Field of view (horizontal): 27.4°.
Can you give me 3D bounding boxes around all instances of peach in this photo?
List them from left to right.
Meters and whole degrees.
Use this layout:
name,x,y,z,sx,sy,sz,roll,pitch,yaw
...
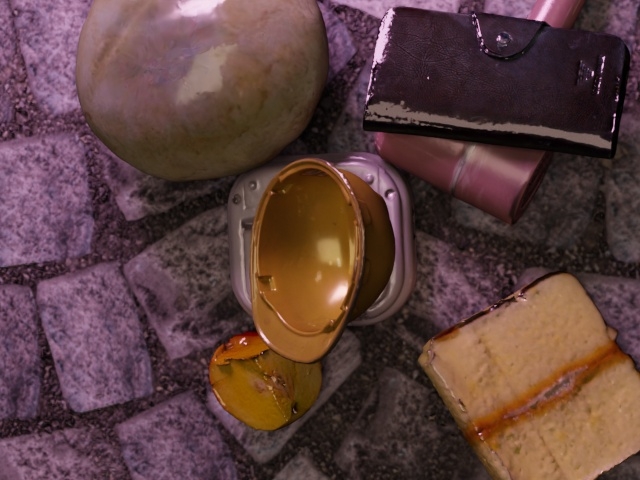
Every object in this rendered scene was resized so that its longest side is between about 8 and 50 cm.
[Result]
name,x,y,z,sx,sy,sz,roll,pitch,yaw
peach,-0.077,0.192,1.801,0.151,0.118,0.151,1,88,-18

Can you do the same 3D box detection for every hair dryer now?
name,x,y,z,sx,sy,sz,roll,pitch,yaw
hair dryer,0.241,-0.220,1.716,0.210,0.125,0.352,28,88,15

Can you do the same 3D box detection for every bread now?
name,x,y,z,sx,sy,sz,roll,pitch,yaw
bread,0.287,0.191,1.665,0.236,0.198,0.263,-33,80,8

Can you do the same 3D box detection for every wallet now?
name,x,y,z,sx,sy,sz,roll,pitch,yaw
wallet,0.220,-0.200,1.639,0.318,0.045,0.173,9,78,11

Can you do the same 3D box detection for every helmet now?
name,x,y,z,sx,sy,sz,roll,pitch,yaw
helmet,0.022,0.021,1.667,0.205,0.140,0.257,20,107,44

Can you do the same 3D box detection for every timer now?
name,x,y,z,sx,sy,sz,roll,pitch,yaw
timer,0.000,0.000,1.789,0.262,0.087,0.237,-2,91,15

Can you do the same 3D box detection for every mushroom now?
name,x,y,z,sx,sy,sz,roll,pitch,yaw
mushroom,-0.157,-0.244,1.744,0.352,0.260,0.352,-2,84,21
